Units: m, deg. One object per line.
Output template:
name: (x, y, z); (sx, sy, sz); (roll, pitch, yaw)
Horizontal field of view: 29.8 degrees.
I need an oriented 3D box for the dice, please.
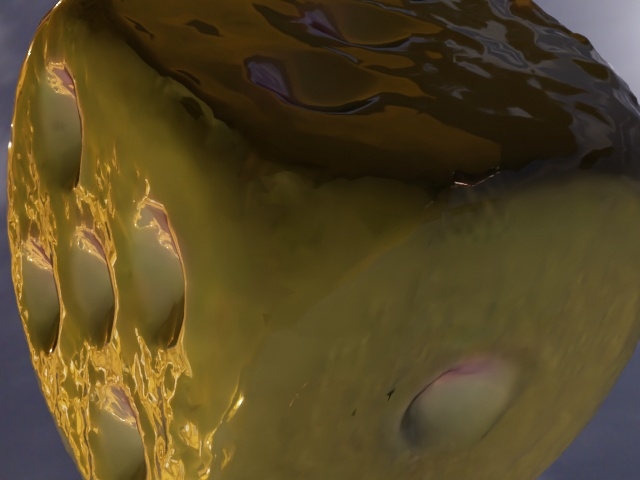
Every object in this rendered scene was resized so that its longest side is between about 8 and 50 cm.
dice: (0.000, 0.000, 0.601); (0.252, 0.254, 0.250); (-11, -136, -32)
